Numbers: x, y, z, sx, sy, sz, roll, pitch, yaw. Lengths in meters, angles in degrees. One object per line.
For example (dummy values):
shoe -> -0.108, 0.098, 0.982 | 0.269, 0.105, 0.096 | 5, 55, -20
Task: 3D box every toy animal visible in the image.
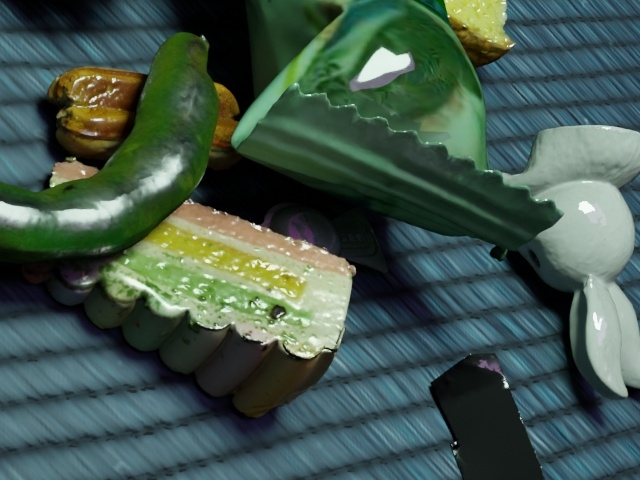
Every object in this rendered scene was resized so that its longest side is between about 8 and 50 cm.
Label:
toy animal -> 0.211, 0.023, 1.560 | 0.104, 0.130, 0.221 | 27, 63, -72

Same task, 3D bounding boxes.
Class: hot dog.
hot dog -> -0.121, -0.087, 1.359 | 0.165, 0.045, 0.071 | 4, 56, -41

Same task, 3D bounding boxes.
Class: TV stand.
TV stand -> 0.149, 0.207, 1.375 | 0.040, 0.049, 0.256 | 1, 60, -41

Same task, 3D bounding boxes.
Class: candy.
candy -> 0.017, -0.177, 1.446 | 0.263, 0.172, 0.398 | 22, 44, -38

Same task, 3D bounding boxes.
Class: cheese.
cheese -> 0.000, 0.000, 1.416 | 0.120, 0.026, 0.067 | -2, 62, -43

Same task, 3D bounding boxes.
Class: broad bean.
broad bean -> -0.156, -0.058, 1.245 | 0.292, 0.049, 0.144 | -21, 76, -41

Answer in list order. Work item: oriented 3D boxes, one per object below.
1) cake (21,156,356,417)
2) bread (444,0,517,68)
cake -> -0.096, 0.036, 1.292 | 0.225, 0.090, 0.109 | 21, 48, -4
bread -> 0.087, -0.227, 1.645 | 0.187, 0.065, 0.103 | 28, 46, -18
